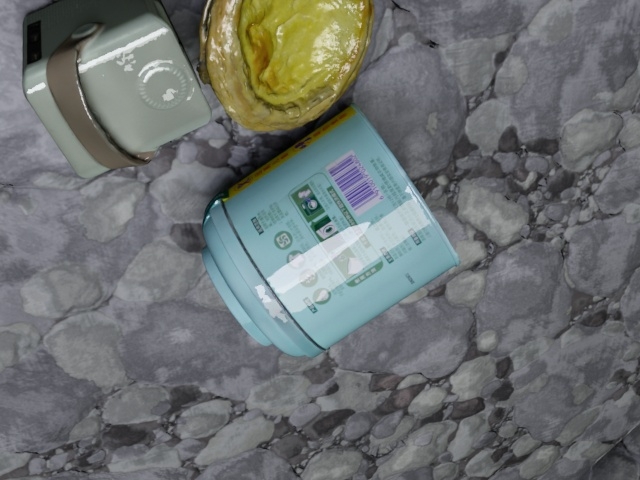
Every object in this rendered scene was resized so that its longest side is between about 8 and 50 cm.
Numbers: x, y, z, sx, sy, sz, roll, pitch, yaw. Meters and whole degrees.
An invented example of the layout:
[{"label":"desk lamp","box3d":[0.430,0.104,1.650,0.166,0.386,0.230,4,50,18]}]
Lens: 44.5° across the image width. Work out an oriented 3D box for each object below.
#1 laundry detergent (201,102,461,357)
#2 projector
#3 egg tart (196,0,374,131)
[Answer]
[{"label":"laundry detergent","box3d":[0.000,0.000,1.152,0.305,0.287,0.287,-33,131,5]},{"label":"projector","box3d":[-0.245,-0.199,0.934,0.177,0.242,0.163,-25,128,-1]},{"label":"egg tart","box3d":[-0.049,-0.275,1.024,0.279,0.095,0.279,-25,132,-30]}]
